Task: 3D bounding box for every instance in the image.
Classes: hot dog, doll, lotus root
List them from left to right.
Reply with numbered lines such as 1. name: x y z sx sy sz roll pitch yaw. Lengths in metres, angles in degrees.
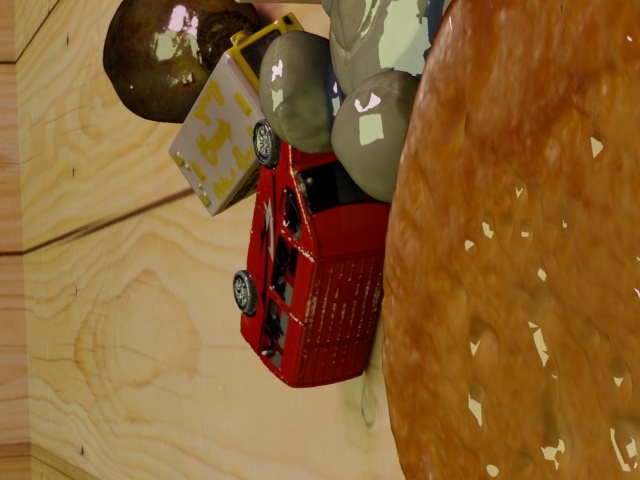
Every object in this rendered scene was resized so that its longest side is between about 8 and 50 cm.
1. lotus root: -0.119 -0.162 1.304 0.241 0.123 0.124 -166 66 -73
2. doll: 0.058 -0.157 0.699 0.228 0.154 0.258 -141 50 -73
3. hot dog: 0.146 -0.038 0.395 0.405 0.185 0.223 136 129 -65

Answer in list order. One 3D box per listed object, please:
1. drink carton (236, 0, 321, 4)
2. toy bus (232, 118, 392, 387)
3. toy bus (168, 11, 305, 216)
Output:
1. drink carton: -0.014 -0.300 0.983 0.161 0.108 0.271 118 146 -57
2. toy bus: 0.000 0.000 1.024 0.089 0.081 0.195 52 141 46
3. toy bus: -0.052 -0.091 1.138 0.081 0.074 0.226 58 158 3
